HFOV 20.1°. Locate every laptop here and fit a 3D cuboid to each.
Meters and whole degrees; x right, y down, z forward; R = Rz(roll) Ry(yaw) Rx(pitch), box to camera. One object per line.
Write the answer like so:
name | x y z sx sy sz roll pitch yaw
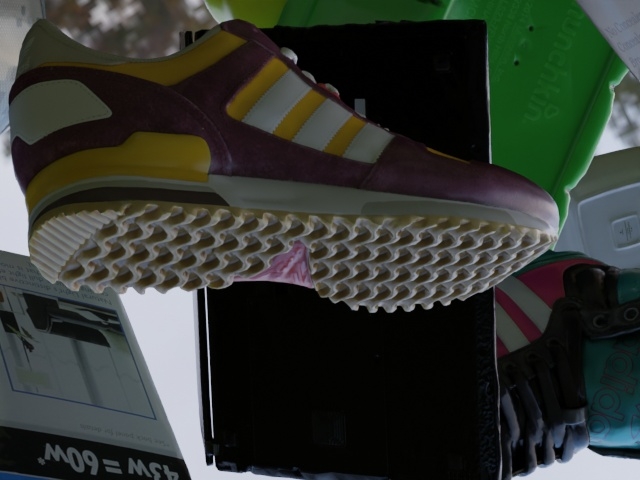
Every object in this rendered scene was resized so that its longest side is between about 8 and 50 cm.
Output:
laptop | 0.000 0.000 0.978 0.264 0.234 0.136 1 -172 31

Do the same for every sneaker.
sneaker | -0.006 -0.029 0.565 0.069 0.185 0.084 -41 -128 48
sneaker | 0.137 0.095 1.052 0.178 0.124 0.295 7 -150 23

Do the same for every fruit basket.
fruit basket | 0.067 -0.171 1.396 0.392 0.283 0.392 -49 -152 38

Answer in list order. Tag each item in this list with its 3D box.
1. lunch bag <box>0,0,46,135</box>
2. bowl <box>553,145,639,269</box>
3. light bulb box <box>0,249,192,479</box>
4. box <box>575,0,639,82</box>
lunch bag | -0.276 -0.102 0.589 0.305 0.213 0.256 -13 176 29
bowl | 0.296 -0.013 1.794 0.142 0.142 0.053 -15 -166 -4
light bulb box | -0.267 0.245 1.265 0.358 0.225 0.361 -57 -141 26
box | 0.136 -0.247 0.921 0.121 0.311 0.148 -39 -179 -14
